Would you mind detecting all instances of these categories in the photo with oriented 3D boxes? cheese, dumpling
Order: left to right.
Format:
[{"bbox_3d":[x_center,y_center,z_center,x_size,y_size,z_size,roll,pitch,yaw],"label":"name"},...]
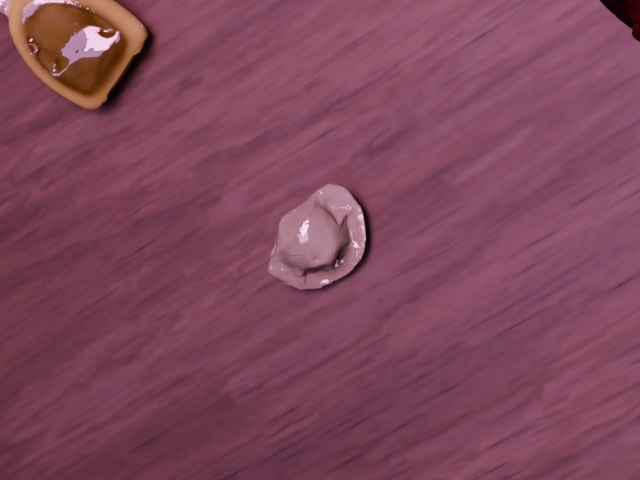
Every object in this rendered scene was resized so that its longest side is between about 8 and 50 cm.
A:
[{"bbox_3d":[-0.217,-0.174,1.469,0.162,0.036,0.086,35,109,-7],"label":"cheese"},{"bbox_3d":[-0.001,-0.001,1.418,0.052,0.057,0.076,5,66,59],"label":"dumpling"}]

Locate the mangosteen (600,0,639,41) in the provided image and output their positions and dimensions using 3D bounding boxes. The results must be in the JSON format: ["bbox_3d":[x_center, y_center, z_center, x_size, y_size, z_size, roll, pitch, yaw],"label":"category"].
[{"bbox_3d":[0.295,-0.258,1.140,0.307,0.307,0.347,22,72,22],"label":"mangosteen"}]
